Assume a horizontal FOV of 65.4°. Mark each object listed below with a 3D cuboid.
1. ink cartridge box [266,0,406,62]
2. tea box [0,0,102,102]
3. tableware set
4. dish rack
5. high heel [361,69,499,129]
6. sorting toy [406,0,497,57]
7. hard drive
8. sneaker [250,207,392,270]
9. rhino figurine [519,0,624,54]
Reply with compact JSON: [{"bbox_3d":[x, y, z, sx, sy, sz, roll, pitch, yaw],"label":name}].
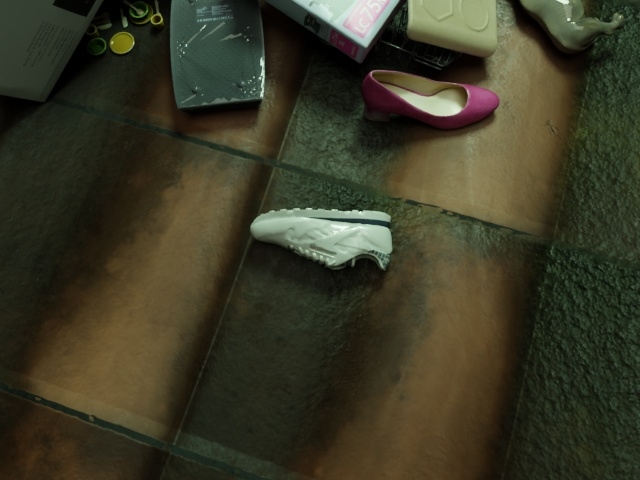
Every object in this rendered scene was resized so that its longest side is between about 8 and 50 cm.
[{"bbox_3d":[-0.006,-0.465,0.848,0.311,0.065,0.186,33,80,3],"label":"ink cartridge box"},{"bbox_3d":[-0.559,-0.475,0.824,0.323,0.220,0.329,48,111,14],"label":"tea box"},{"bbox_3d":[-0.379,-0.412,0.961,0.154,0.024,0.104,-15,76,-2],"label":"tableware set"},{"bbox_3d":[0.150,-0.425,0.920,0.271,0.074,0.208,25,80,6],"label":"dish rack"},{"bbox_3d":[0.192,-0.252,0.848,0.243,0.117,0.082,4,76,4],"label":"high heel"},{"bbox_3d":[0.220,-0.428,0.843,0.192,0.038,0.209,1,90,-28],"label":"sorting toy"},{"bbox_3d":[-0.187,-0.356,0.923,0.171,0.054,0.255,-6,76,1],"label":"hard drive"},{"bbox_3d":[0.000,0.000,0.814,0.234,0.090,0.095,1,85,4],"label":"sneaker"},{"bbox_3d":[0.422,-0.439,0.909,0.106,0.073,0.243,-34,75,-9],"label":"rhino figurine"}]
